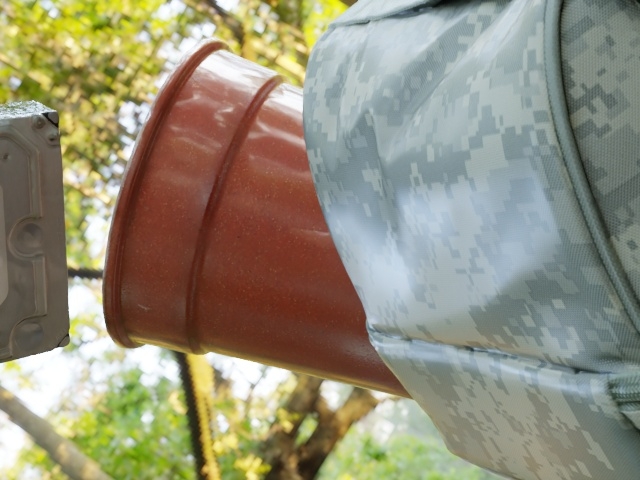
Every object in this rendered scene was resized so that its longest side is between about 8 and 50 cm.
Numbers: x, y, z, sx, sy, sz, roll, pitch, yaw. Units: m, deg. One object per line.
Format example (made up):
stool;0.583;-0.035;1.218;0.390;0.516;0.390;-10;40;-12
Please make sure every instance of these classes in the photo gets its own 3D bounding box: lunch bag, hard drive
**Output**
lunch bag;0.130;-0.027;0.611;0.212;0.256;0.305;-40;15;-16
hard drive;-0.384;0.015;1.084;0.339;0.064;0.237;-12;-67;-35

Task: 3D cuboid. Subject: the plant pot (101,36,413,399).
plant pot;0.000;0.000;1.035;0.272;0.265;0.272;17;-90;-80
